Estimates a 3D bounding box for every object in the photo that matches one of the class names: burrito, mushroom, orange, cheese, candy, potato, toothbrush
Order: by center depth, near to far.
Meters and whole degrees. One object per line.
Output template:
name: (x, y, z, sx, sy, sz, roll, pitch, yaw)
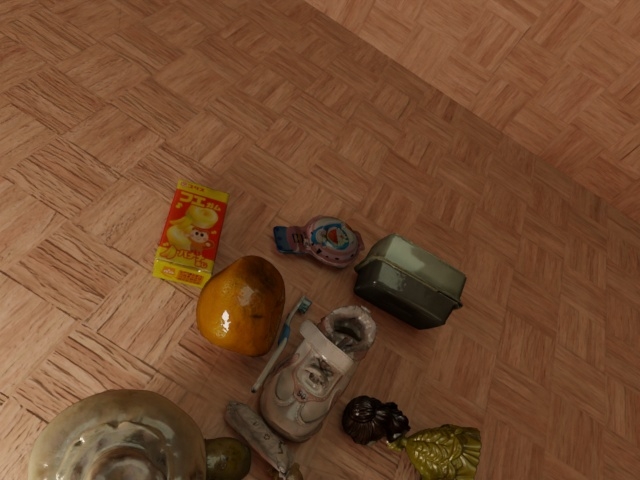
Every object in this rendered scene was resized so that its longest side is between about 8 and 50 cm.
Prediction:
mushroom: (-0.326, 0.392, 0.848, 0.315, 0.336, 0.314, 10, 65, -23)
potato: (-0.206, 0.452, 1.042, 0.138, 0.070, 0.091, 6, 56, -24)
burrito: (-0.131, 0.420, 1.089, 0.203, 0.064, 0.064, 37, 45, 23)
orange: (-0.186, 0.145, 1.185, 0.183, 0.249, 0.249, 9, 49, 6)
toothbrush: (-0.092, 0.233, 1.217, 0.040, 0.040, 0.386, 35, 27, 1)
candy: (-0.333, -0.021, 1.322, 0.146, 0.088, 0.276, 15, 51, -16)
cheese: (0.000, 0.000, 1.490, 0.286, 0.074, 0.188, 2, 54, -25)

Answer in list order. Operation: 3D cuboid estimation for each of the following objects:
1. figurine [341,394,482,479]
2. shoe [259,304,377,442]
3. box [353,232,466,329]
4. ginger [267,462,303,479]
figurine: (0.200, 0.472, 1.210, 0.315, 0.168, 0.187, 24, 75, 4)
shoe: (-0.002, 0.288, 1.187, 0.172, 0.198, 0.351, 33, 46, 2)
box: (0.244, 0.121, 1.429, 0.291, 0.220, 0.166, 30, 69, -5)
ginger: (-0.045, 0.584, 1.028, 0.089, 0.075, 0.288, 2, 52, -30)
